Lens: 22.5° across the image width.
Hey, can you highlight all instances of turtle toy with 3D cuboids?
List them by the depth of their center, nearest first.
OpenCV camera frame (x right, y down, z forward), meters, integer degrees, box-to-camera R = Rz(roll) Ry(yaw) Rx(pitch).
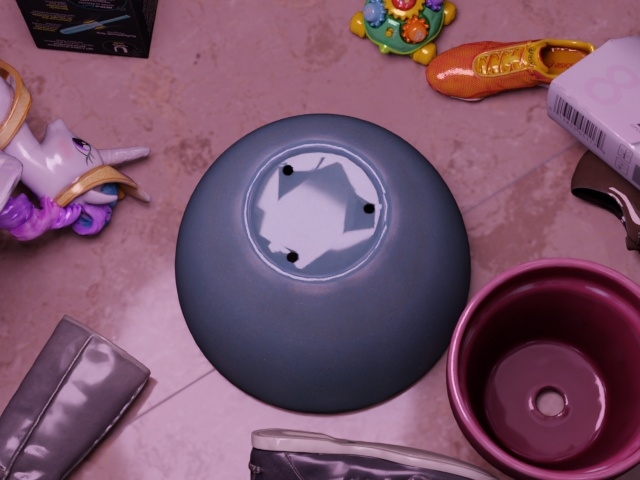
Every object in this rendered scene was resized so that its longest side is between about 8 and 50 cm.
[{"bbox_3d":[0.090,-0.245,1.626,0.095,0.066,0.130,24,76,8],"label":"turtle toy"}]

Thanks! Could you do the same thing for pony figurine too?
[{"bbox_3d":[-0.364,-0.084,1.485,0.363,0.303,0.351,48,57,-11],"label":"pony figurine"}]

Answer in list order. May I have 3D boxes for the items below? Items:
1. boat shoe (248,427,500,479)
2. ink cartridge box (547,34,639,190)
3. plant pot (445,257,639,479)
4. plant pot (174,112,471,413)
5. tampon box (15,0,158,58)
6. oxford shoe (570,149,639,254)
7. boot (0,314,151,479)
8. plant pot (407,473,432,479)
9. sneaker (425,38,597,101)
[{"bbox_3d":[0.048,0.225,1.493,0.233,0.084,0.079,6,88,4],"label":"boat shoe"},{"bbox_3d":[0.362,-0.138,1.544,0.232,0.066,0.189,-37,62,-20],"label":"ink cartridge box"},{"bbox_3d":[0.211,0.132,1.456,0.201,0.180,0.201,0,74,1],"label":"plant pot"},{"bbox_3d":[0.000,0.000,1.493,0.290,0.195,0.290,0,74,1],"label":"plant pot"},{"bbox_3d":[-0.230,-0.260,1.592,0.120,0.161,0.101,6,74,3],"label":"tampon box"},{"bbox_3d":[0.342,-0.014,1.550,0.227,0.083,0.096,32,80,22],"label":"oxford shoe"},{"bbox_3d":[-0.290,0.161,1.519,0.190,0.076,0.208,30,84,-5],"label":"boot"},{"bbox_3d":[0.070,0.340,1.409,0.188,0.167,0.187,-36,77,-7],"label":"plant pot"},{"bbox_3d":[0.191,-0.179,1.605,0.175,0.067,0.064,-6,76,2],"label":"sneaker"}]
